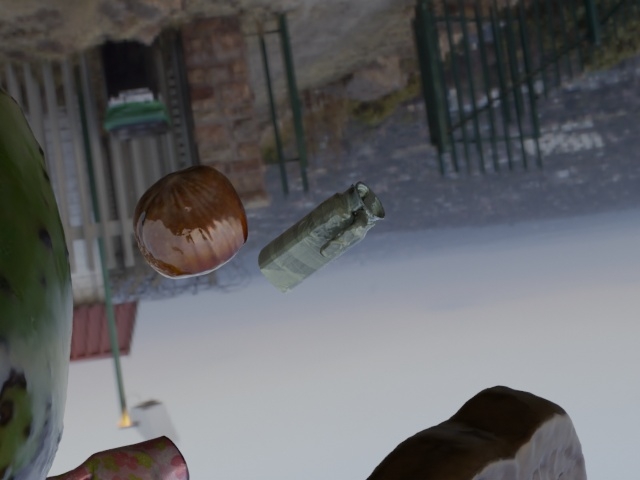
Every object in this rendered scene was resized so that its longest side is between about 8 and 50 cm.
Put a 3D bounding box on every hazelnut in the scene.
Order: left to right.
[{"bbox_3d":[-0.176,-0.027,1.245,0.150,0.150,0.150,-8,179,0],"label":"hazelnut"}]

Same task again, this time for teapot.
[{"bbox_3d":[0.000,0.000,1.393,0.200,0.077,0.107,-37,-162,24],"label":"teapot"}]

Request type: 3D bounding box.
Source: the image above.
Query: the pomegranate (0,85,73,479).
[{"bbox_3d":[-0.253,0.064,0.441,0.285,0.285,0.340,-8,146,-22],"label":"pomegranate"}]

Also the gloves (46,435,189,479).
[{"bbox_3d":[-0.328,0.382,1.410,0.241,0.145,0.126,-21,159,-34],"label":"gloves"}]

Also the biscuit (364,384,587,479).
[{"bbox_3d":[0.074,0.272,0.497,0.074,0.359,0.381,13,156,35],"label":"biscuit"}]
